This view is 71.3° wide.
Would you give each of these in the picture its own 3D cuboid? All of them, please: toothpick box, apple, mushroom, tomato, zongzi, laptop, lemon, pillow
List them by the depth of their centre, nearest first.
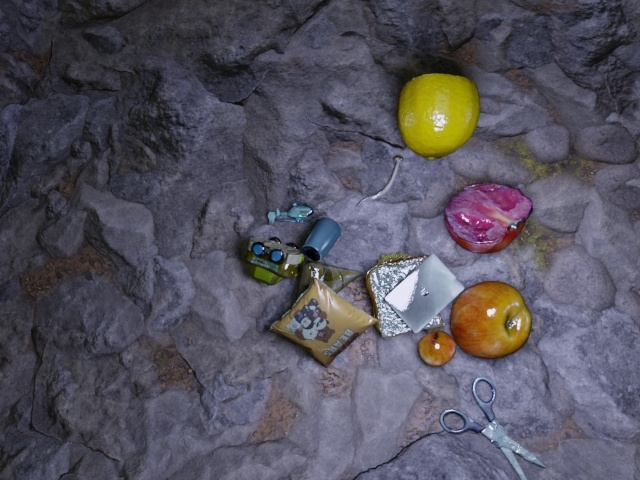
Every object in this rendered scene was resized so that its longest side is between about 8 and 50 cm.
[{"bbox_3d":[0.637,0.293,1.670,0.301,0.301,0.302,-2,74,8],"label":"apple"},{"bbox_3d":[0.402,0.202,1.725,0.269,0.015,0.188,-42,87,-4],"label":"laptop"},{"bbox_3d":[0.448,0.411,1.727,0.146,0.146,0.146,-2,74,8],"label":"apple"},{"bbox_3d":[0.009,0.329,1.748,0.312,0.119,0.310,37,107,-14],"label":"pillow"},{"bbox_3d":[0.679,-0.083,1.826,0.335,0.176,0.289,-40,53,-8],"label":"tomato"},{"bbox_3d":[0.035,0.226,1.871,0.274,0.125,0.251,12,93,-22],"label":"zongzi"},{"bbox_3d":[0.000,0.000,1.890,0.120,0.120,0.184,22,50,14],"label":"toothpick box"},{"bbox_3d":[0.496,-0.510,1.894,0.364,0.364,0.364,-2,74,8],"label":"lemon"},{"bbox_3d":[0.281,-0.253,1.999,0.068,0.043,0.306,32,82,33],"label":"mushroom"}]

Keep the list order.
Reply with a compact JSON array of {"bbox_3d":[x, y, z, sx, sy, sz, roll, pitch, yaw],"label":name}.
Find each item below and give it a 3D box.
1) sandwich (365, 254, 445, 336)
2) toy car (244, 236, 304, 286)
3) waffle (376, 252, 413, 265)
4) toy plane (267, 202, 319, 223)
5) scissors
[{"bbox_3d":[0.329,0.222,1.780,0.271,0.099,0.301,-13,86,-2],"label":"sandwich"},{"bbox_3d":[-0.205,0.102,1.911,0.247,0.204,0.198,17,101,14],"label":"toy car"},{"bbox_3d":[0.324,0.155,1.865,0.207,0.054,0.214,10,83,8],"label":"waffle"},{"bbox_3d":[-0.121,-0.122,2.012,0.235,0.060,0.096,-1,87,4],"label":"toy plane"},{"bbox_3d":[0.657,0.731,1.667,0.256,0.029,0.383,-41,74,-4],"label":"scissors"}]
